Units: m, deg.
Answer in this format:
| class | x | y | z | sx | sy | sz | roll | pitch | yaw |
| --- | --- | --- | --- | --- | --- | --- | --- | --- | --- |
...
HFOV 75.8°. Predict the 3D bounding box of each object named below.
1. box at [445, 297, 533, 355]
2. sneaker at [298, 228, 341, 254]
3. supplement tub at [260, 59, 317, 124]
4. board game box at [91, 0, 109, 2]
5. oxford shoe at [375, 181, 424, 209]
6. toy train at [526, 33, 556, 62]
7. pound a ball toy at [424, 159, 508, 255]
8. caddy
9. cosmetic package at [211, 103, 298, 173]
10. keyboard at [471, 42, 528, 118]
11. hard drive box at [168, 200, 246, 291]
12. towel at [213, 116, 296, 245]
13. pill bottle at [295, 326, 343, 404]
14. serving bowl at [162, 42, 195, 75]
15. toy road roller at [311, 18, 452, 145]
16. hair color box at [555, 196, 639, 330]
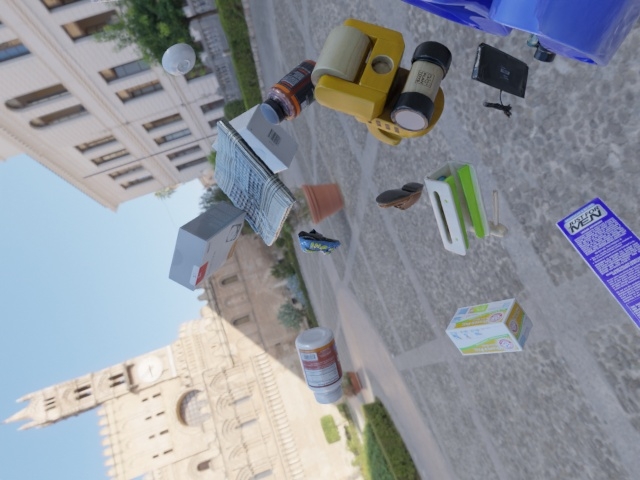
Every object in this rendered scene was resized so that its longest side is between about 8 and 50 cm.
| class | x | y | z | sx | sy | sz | roll | pitch | yaw |
| --- | --- | --- | --- | --- | --- | --- | --- | --- | --- |
| box | 0.499 | 0.261 | 1.225 | 0.103 | 0.114 | 0.203 | 53 | 141 | -8 |
| sneaker | 0.000 | 0.000 | 1.295 | 0.188 | 0.067 | 0.078 | 9 | -133 | -52 |
| supplement tub | -0.076 | -0.410 | 1.154 | 0.106 | 0.198 | 0.106 | 37 | 159 | 17 |
| board game box | -0.400 | -0.532 | 0.772 | 0.026 | 0.104 | 0.154 | 162 | 91 | -74 |
| oxford shoe | 0.256 | -0.127 | 1.314 | 0.076 | 0.212 | 0.075 | 29 | 127 | 41 |
| toy train | 0.624 | -0.625 | 1.018 | 0.190 | 0.142 | 0.333 | -67 | -12 | -45 |
| pound a ball toy | 0.467 | -0.108 | 1.333 | 0.136 | 0.208 | 0.319 | 29 | 150 | 56 |
| caddy | 0.220 | -0.303 | 0.412 | 0.241 | 0.341 | 0.179 | 35 | 123 | 25 |
| cosmetic package | -0.250 | -0.367 | 1.589 | 0.224 | 0.225 | 0.138 | 42 | -127 | -34 |
| keyboard | 0.615 | -0.535 | 1.410 | 0.033 | 0.318 | 0.201 | 16 | 103 | 52 |
| hard drive box | -0.329 | 0.009 | 1.212 | 0.181 | 0.089 | 0.232 | -66 | -7 | 30 |
| towel | -0.213 | -0.149 | 1.199 | 0.312 | 0.056 | 0.324 | 49 | 154 | 7 |
| pill bottle | 0.003 | 0.391 | 1.283 | 0.121 | 0.121 | 0.215 | -127 | 23 | -75 |
| serving bowl | -0.335 | -0.429 | 0.988 | 0.027 | 0.083 | 0.083 | 52 | 171 | 12 |
| toy road roller | 0.150 | -0.374 | 1.051 | 0.240 | 0.330 | 0.202 | 98 | -168 | -76 |
| hair color box | 0.632 | 0.088 | 0.814 | 0.185 | 0.110 | 0.338 | 33 | -147 | -31 |
